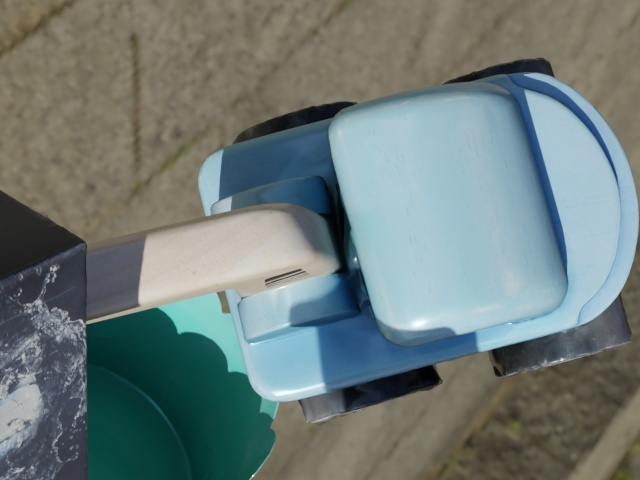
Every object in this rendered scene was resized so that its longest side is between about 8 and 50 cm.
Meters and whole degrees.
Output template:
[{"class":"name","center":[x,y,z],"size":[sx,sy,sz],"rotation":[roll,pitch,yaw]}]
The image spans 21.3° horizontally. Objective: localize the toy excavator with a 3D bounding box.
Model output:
[{"class":"toy excavator","center":[0.000,0.000,1.084],"size":[0.433,0.222,0.445],"rotation":[-15,173,0]}]

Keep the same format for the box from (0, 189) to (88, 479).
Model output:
[{"class":"box","center":[-0.186,0.075,0.731],"size":[0.156,0.093,0.158],"rotation":[-28,134,-41]}]

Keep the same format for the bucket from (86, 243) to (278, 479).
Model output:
[{"class":"bucket","center":[-0.193,0.159,1.447],"size":[0.281,0.281,0.183],"rotation":[-41,171,-40]}]
